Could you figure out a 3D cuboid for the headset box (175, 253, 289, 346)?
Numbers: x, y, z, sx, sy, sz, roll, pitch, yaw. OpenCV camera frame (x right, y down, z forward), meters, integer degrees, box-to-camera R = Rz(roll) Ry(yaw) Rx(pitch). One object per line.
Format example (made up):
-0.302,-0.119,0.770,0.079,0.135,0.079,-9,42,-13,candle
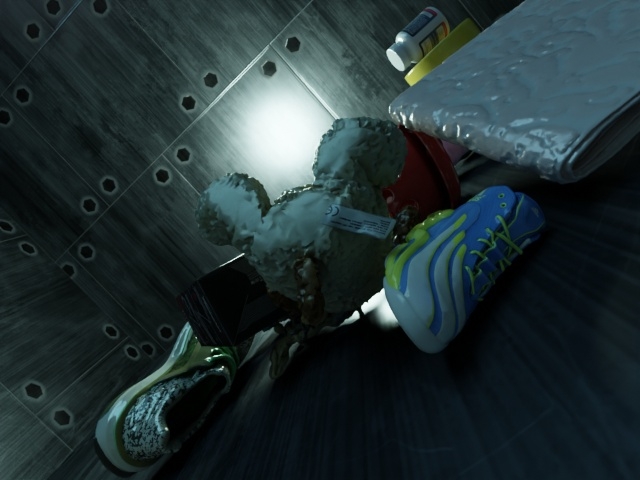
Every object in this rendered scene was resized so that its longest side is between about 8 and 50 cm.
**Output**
-0.115,0.081,0.779,0.218,0.110,0.293,-29,0,-26,headset box

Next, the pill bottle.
0.296,-0.616,1.406,0.180,0.108,0.108,-42,6,0,pill bottle

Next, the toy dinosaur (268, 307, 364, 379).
0.009,0.110,0.685,0.268,0.064,0.118,-39,-1,-2,toy dinosaur

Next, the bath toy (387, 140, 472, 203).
0.247,-0.178,0.916,0.129,0.151,0.348,28,60,36,bath toy

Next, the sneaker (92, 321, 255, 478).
-0.205,0.252,0.852,0.182,0.158,0.410,-15,25,35,sneaker

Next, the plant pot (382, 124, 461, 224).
0.118,-0.085,0.736,0.174,0.191,0.191,-28,7,4,plant pot

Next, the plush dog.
0.015,0.016,0.543,0.262,0.211,0.225,-24,-29,14,plush dog

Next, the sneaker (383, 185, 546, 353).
0.140,0.004,0.429,0.126,0.091,0.240,-38,7,30,sneaker

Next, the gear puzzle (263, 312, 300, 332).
0.001,0.085,1.020,0.339,0.044,0.175,-44,4,-39,gear puzzle

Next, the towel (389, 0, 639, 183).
0.283,-0.214,0.554,0.317,0.053,0.332,-37,31,-2,towel

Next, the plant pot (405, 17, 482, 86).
0.440,-0.518,1.446,0.254,0.239,0.254,-42,6,6,plant pot
